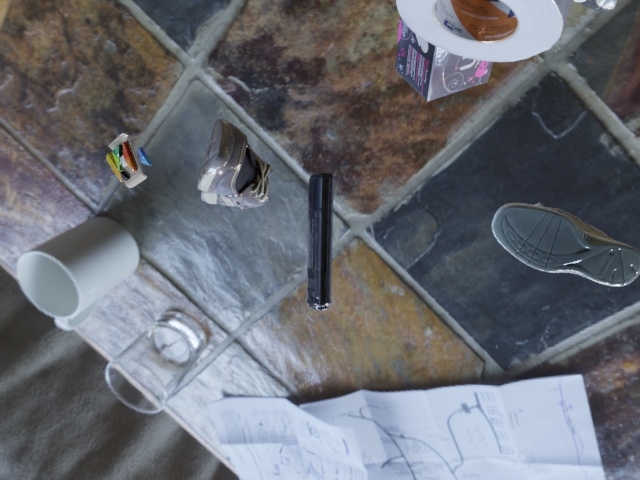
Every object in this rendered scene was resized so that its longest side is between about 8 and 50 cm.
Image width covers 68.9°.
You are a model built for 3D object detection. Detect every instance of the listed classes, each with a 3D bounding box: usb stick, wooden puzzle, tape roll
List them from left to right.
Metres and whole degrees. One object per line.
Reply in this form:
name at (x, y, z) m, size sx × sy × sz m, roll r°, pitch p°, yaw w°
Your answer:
wooden puzzle at (-0.295, -0.119, 0.707) m, size 0.116 × 0.014 × 0.079 m, roll -24°, pitch 94°, yaw 47°
usb stick at (0.000, 0.000, 0.951) m, size 0.045 × 0.077 × 0.278 m, roll 1°, pitch 91°, yaw -24°
tape roll at (0.213, -0.323, 0.613) m, size 0.219 × 0.219 × 0.072 m, roll 20°, pitch 89°, yaw 6°

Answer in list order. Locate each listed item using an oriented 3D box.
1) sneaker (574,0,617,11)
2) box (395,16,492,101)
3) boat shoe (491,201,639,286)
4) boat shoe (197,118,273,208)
sneaker at (0.618, -0.602, 0.962) m, size 0.108 × 0.100 × 0.272 m, roll 27°, pitch 96°, yaw -12°
box at (0.262, -0.435, 0.933) m, size 0.163 × 0.142 × 0.247 m, roll -20°, pitch 145°, yaw -12°
boat shoe at (0.487, 0.000, 0.946) m, size 0.320 × 0.103 × 0.118 m, roll 16°, pitch 111°, yaw -7°
boat shoe at (-0.153, -0.134, 0.892) m, size 0.130 × 0.355 × 0.132 m, roll 15°, pitch 86°, yaw -12°
